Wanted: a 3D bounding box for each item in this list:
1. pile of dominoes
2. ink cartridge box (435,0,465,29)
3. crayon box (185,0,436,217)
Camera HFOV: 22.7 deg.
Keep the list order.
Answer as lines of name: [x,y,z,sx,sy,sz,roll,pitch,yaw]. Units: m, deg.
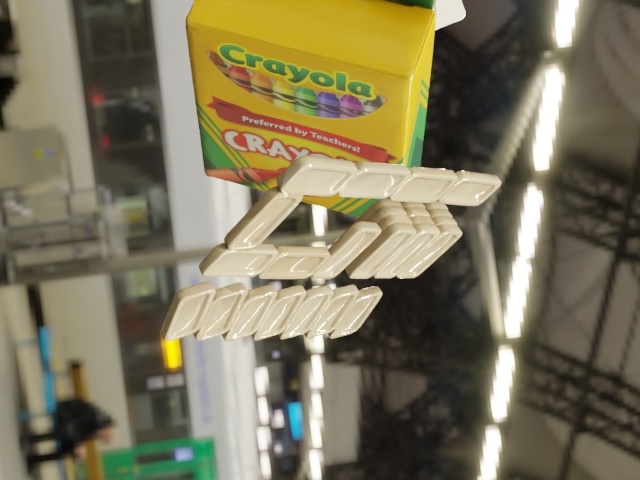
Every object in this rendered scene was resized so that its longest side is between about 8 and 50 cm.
pile of dominoes: [0.000,0.000,1.140,0.196,0.251,0.040,-45,-117,28]
ink cartridge box: [0.058,-0.295,1.564,0.067,0.115,0.198,-104,173,-66]
crayon box: [-0.009,-0.139,1.411,0.318,0.202,0.081,88,19,-62]
